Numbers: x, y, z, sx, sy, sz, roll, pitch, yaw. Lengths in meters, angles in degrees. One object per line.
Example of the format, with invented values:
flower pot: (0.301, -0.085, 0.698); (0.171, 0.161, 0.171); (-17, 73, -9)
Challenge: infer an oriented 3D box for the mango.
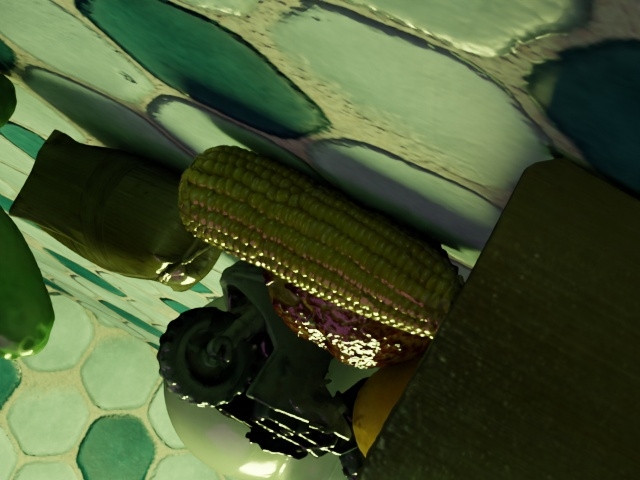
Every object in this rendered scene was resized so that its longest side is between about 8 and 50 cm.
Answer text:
mango: (0.106, 0.140, 1.122); (0.157, 0.109, 0.262); (-14, 166, 9)

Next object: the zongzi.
zongzi: (-0.116, 0.003, 1.175); (0.205, 0.094, 0.204); (21, 170, 37)

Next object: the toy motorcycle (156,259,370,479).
toy motorcycle: (-0.009, 0.109, 1.226); (0.270, 0.159, 0.106); (30, 155, -23)

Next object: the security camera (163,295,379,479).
security camera: (-0.038, 0.152, 1.379); (0.236, 0.195, 0.194); (26, 169, 2)

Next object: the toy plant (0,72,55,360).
toy plant: (-0.376, -0.047, 1.138); (0.356, 0.210, 0.317); (-10, 108, 36)

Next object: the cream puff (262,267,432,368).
cream puff: (0.017, 0.038, 1.016); (0.149, 0.084, 0.149); (28, 167, 7)

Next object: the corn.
corn: (0.000, 0.000, 0.918); (0.203, 0.072, 0.072); (26, 169, 15)

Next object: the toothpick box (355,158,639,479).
toothpick box: (0.135, 0.101, 0.771); (0.190, 0.187, 0.308); (28, 173, 4)
